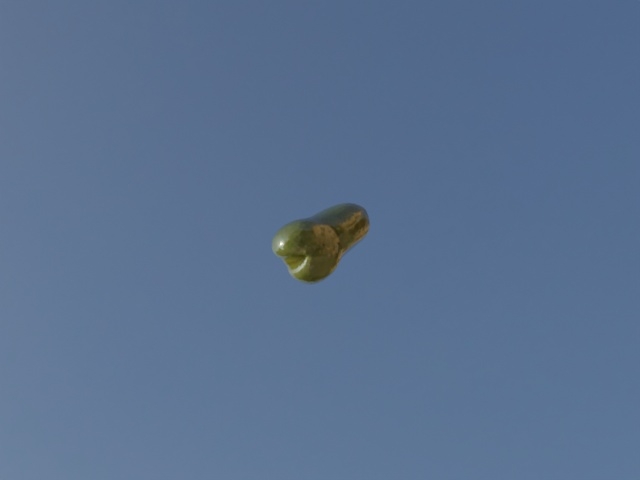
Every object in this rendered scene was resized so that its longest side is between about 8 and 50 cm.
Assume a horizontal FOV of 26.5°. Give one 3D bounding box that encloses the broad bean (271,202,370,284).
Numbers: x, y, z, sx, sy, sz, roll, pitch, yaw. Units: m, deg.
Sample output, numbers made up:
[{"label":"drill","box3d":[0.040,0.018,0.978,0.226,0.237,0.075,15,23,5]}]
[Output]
[{"label":"broad bean","box3d":[0.000,0.000,0.919,0.063,0.083,0.045,-31,-86,33]}]
